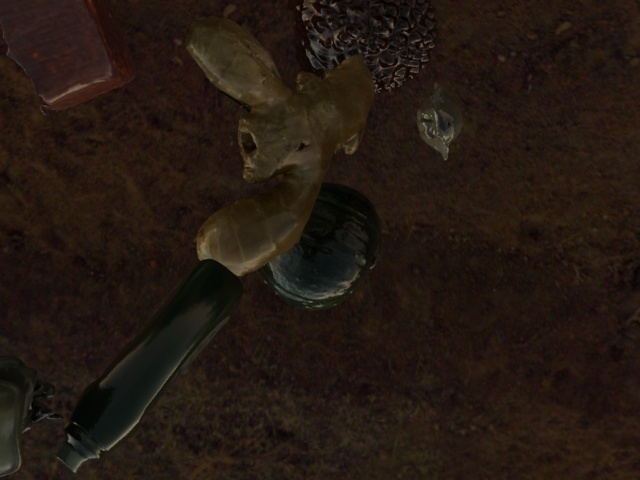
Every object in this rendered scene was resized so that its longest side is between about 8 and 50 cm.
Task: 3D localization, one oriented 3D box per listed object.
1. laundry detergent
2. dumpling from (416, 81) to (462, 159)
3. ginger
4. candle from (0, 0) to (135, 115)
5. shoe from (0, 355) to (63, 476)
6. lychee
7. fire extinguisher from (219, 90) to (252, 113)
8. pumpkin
[{"bbox_3d":[-0.160,0.118,0.540,0.063,0.211,0.137,40,148,-7],"label":"laundry detergent"},{"bbox_3d":[0.279,-0.284,1.373,0.108,0.127,0.188,-2,98,23],"label":"dumpling"},{"bbox_3d":[-0.035,-0.142,0.889,0.348,0.122,0.363,-11,100,-36],"label":"ginger"},{"bbox_3d":[-0.286,-0.273,0.627,0.131,0.287,0.317,-22,151,-6],"label":"candle"},{"bbox_3d":[-0.295,0.146,0.480,0.149,0.293,0.109,3,83,-22],"label":"shoe"},{"bbox_3d":[0.080,-0.446,1.195,0.330,0.306,0.306,21,122,6],"label":"lychee"},{"bbox_3d":[-0.094,-0.216,0.918,0.132,0.039,0.056,29,116,-35],"label":"fire extinguisher"},{"bbox_3d":[0.000,0.000,1.264,0.263,0.293,0.197,30,165,6],"label":"pumpkin"}]
